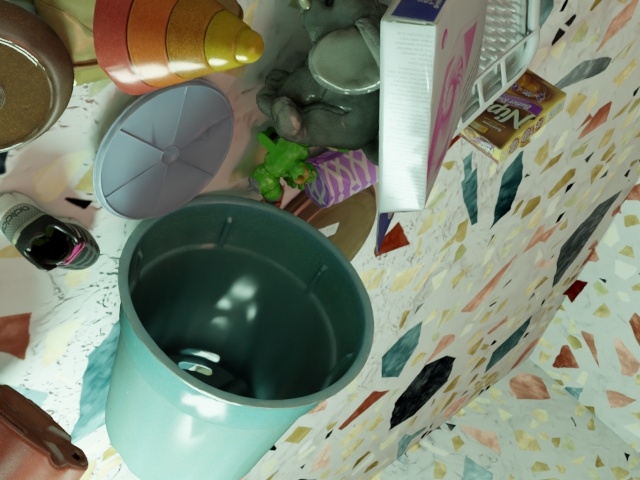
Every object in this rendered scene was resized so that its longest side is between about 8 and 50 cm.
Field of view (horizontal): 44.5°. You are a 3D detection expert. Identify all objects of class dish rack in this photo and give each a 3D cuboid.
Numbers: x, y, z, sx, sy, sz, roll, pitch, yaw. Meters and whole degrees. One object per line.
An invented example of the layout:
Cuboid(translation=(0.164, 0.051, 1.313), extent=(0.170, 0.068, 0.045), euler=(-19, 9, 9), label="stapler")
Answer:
Cuboid(translation=(0.230, -0.319, 1.239), extent=(0.285, 0.072, 0.333), euler=(-42, 153, -9), label="dish rack")

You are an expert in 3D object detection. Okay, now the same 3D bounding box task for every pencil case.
Cuboid(translation=(0.064, -0.129, 1.237), extent=(0.206, 0.086, 0.088), euler=(-33, 142, -26), label="pencil case")

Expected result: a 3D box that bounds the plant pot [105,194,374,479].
Cuboid(translation=(-0.148, 0.173, 1.105), extent=(0.341, 0.341, 0.334), euler=(-20, 150, -42), label="plant pot")

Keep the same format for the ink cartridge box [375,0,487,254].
Cuboid(translation=(0.146, -0.197, 0.977), extent=(0.330, 0.071, 0.324), euler=(86, 22, -43), label="ink cartridge box")

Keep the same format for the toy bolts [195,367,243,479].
Cuboid(translation=(-0.185, 0.311, 1.475), extent=(0.218, 0.159, 0.228), euler=(-95, -154, -71), label="toy bolts")

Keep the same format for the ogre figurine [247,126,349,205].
Cuboid(translation=(-0.035, -0.121, 1.102), extent=(0.197, 0.096, 0.118), euler=(-25, 178, 27), label="ogre figurine")

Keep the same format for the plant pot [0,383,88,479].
Cuboid(translation=(-0.442, 0.312, 0.934), extent=(0.265, 0.272, 0.272), euler=(-51, 154, -12), label="plant pot")

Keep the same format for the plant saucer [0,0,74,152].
Cuboid(translation=(-0.303, -0.135, 0.691), extent=(0.169, 0.029, 0.168), euler=(-14, 140, -12), label="plant saucer")

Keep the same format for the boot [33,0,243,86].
Cuboid(translation=(-0.163, -0.283, 0.700), extent=(0.236, 0.089, 0.269), euler=(-29, 147, -32), label="boot")

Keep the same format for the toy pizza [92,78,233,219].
Cuboid(translation=(-0.191, -0.111, 0.950), extent=(0.201, 0.032, 0.201), euler=(-35, 150, -24), label="toy pizza")

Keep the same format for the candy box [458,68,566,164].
Cuboid(translation=(0.365, -0.241, 1.498), extent=(0.187, 0.109, 0.053), euler=(-41, 153, -14), label="candy box")

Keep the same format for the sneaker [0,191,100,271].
Cuboid(translation=(-0.303, 0.007, 0.897), extent=(0.063, 0.075, 0.170), euler=(-46, 153, -3), label="sneaker")

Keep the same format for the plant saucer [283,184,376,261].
Cuboid(translation=(0.000, 0.000, 1.371), extent=(0.278, 0.041, 0.278), euler=(-34, 150, -23), label="plant saucer")

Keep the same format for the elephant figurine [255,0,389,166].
Cuboid(translation=(0.028, -0.231, 0.932), extent=(0.186, 0.169, 0.239), euler=(1, 137, -31), label="elephant figurine")

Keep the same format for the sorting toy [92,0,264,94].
Cuboid(translation=(-0.054, -0.278, 0.682), extent=(0.365, 0.126, 0.127), euler=(-65, 156, -16), label="sorting toy")
